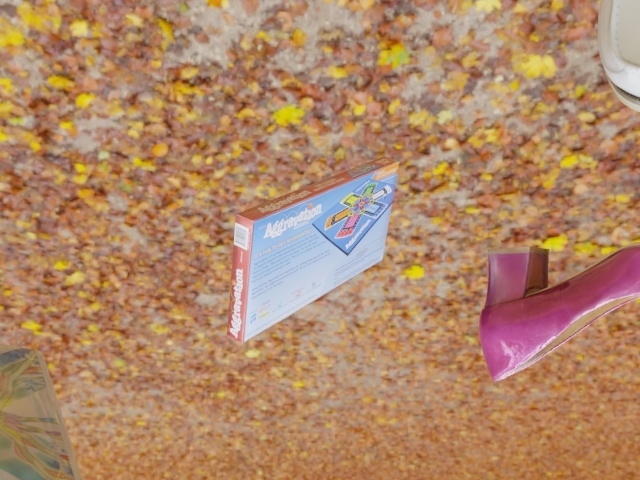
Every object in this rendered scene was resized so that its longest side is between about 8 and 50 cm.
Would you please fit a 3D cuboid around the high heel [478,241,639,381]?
[{"bbox_3d":[0.226,0.061,0.531,0.244,0.117,0.082,-3,174,44],"label":"high heel"}]

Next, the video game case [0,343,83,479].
[{"bbox_3d":[-0.413,0.200,0.733,0.299,0.329,0.036,20,106,-40],"label":"video game case"}]

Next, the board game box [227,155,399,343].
[{"bbox_3d":[0.000,0.000,0.805,0.027,0.281,0.145,24,120,29],"label":"board game box"}]

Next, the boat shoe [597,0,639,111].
[{"bbox_3d":[0.258,-0.234,0.458,0.113,0.303,0.103,15,167,31],"label":"boat shoe"}]
